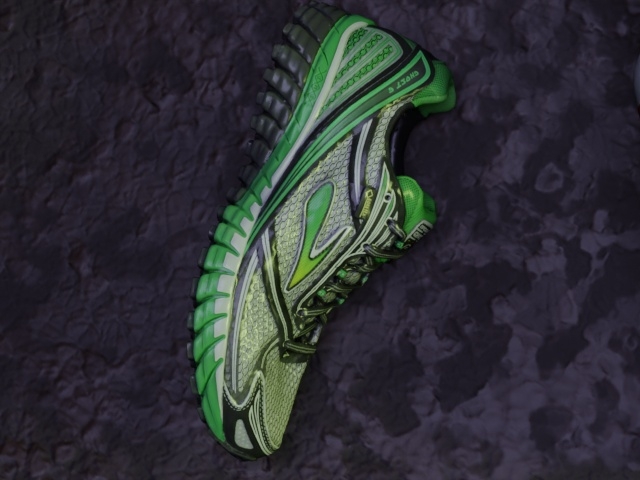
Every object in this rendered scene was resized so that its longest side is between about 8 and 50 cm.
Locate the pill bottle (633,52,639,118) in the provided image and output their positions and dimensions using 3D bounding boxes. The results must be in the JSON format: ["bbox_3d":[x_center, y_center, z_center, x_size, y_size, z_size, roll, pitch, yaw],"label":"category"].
[{"bbox_3d":[0.343,-0.046,1.043,0.229,0.229,0.407,-14,82,9],"label":"pill bottle"}]

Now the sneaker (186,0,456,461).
[{"bbox_3d":[0.000,0.000,1.149,0.146,0.134,0.343,18,87,11],"label":"sneaker"}]
